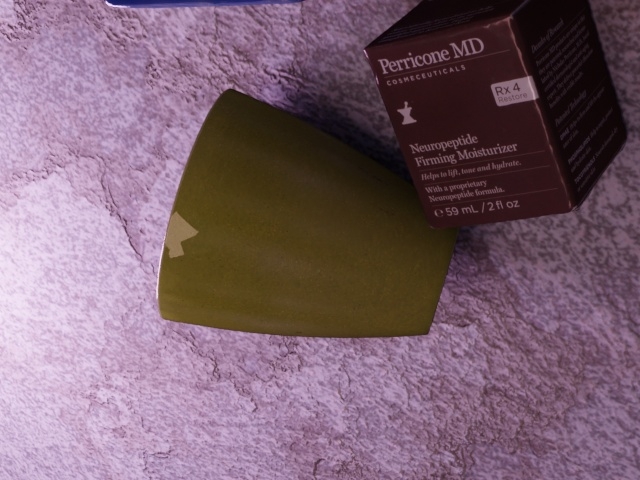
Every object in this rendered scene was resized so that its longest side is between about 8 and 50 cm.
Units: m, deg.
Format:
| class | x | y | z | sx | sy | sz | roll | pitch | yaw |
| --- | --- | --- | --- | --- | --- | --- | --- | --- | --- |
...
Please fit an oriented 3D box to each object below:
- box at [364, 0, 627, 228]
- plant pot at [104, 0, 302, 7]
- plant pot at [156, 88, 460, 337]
| class | x | y | z | sx | sy | sz | roll | pitch | yaw |
| --- | --- | --- | --- | --- | --- | --- | --- | --- | --- |
| box | 0.178 | -0.143 | 1.280 | 0.168 | 0.167 | 0.203 | -8 | 114 | 37 |
| plant pot | -0.066 | -0.343 | 1.198 | 0.236 | 0.236 | 0.212 | 6 | 115 | 32 |
| plant pot | 0.000 | 0.000 | 1.456 | 0.293 | 0.275 | 0.275 | 17 | 128 | 6 |
